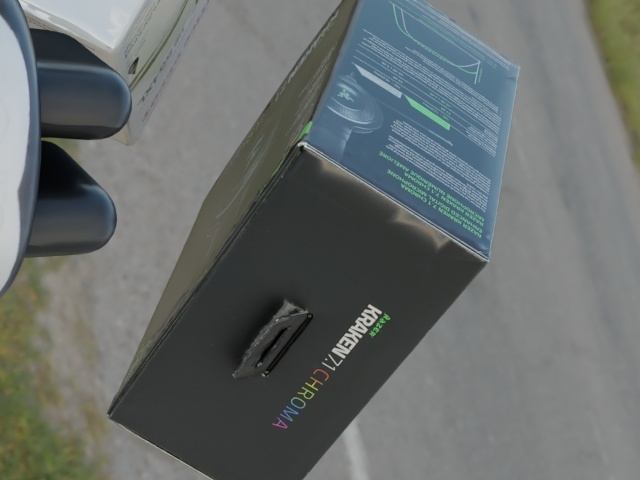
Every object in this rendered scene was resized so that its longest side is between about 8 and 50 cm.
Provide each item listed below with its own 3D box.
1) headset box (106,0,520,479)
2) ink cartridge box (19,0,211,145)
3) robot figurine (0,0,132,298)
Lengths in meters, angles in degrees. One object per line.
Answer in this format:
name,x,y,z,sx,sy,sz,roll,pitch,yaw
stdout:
headset box,0.000,0.000,1.057,0.131,0.246,0.283,32,33,-9
ink cartridge box,-0.125,-0.163,1.024,0.148,0.086,0.203,-63,177,-12
robot figurine,-0.231,-0.049,0.734,0.278,0.173,0.209,-1,72,-28
